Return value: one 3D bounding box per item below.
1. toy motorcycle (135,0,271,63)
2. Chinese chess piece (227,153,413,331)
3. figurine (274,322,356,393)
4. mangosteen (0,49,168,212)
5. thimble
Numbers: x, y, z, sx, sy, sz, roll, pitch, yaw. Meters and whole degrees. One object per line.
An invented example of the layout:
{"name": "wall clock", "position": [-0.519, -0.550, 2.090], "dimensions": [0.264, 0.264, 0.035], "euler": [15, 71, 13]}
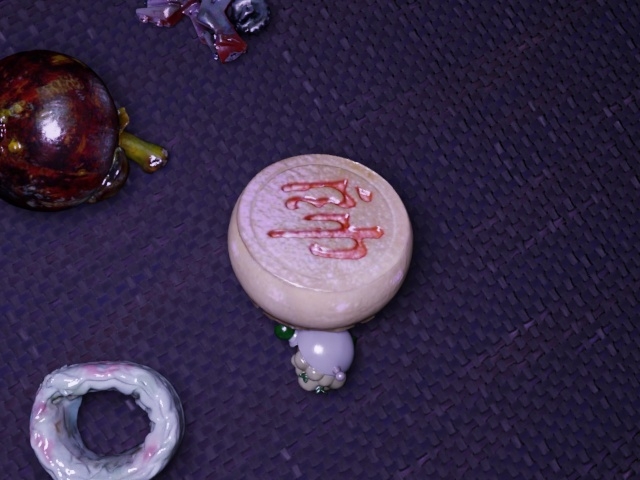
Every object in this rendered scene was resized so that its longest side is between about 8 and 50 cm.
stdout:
{"name": "toy motorcycle", "position": [-0.189, -0.347, 1.287], "dimensions": [0.213, 0.082, 0.122], "euler": [16, 74, 8]}
{"name": "Chinese chess piece", "position": [0.000, 0.000, 1.192], "dimensions": [0.270, 0.112, 0.270], "euler": [4, 55, -6]}
{"name": "figurine", "position": [-0.005, 0.133, 1.223], "dimensions": [0.147, 0.093, 0.197], "euler": [14, 47, -35]}
{"name": "mangosteen", "position": [-0.362, -0.148, 1.181], "dimensions": [0.289, 0.231, 0.231], "euler": [8, 76, -48]}
{"name": "thimble", "position": [-0.298, 0.251, 1.135], "dimensions": [0.211, 0.149, 0.185], "euler": [37, 80, 0]}
